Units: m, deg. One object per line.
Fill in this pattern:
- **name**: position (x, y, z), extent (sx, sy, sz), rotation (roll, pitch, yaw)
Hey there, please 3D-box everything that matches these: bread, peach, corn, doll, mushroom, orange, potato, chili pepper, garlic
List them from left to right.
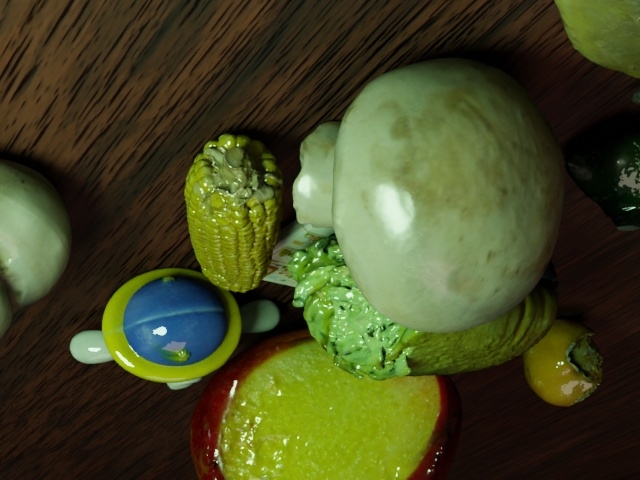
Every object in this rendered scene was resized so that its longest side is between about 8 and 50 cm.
- **garlic**: position (-0.424, -0.019, 1.173), extent (0.246, 0.231, 0.340), rotation (26, 165, 47)
- **doll**: position (-0.178, 0.138, 1.538), extent (0.311, 0.159, 0.242), rotation (-8, 152, -26)
- **corn**: position (-0.102, -0.023, 1.289), extent (0.119, 0.119, 0.322), rotation (-6, 153, -7)
- **peach**: position (0.006, 0.301, 1.640), extent (0.406, 0.335, 0.310), rotation (-15, 167, -13)
- **mushroom**: position (0.111, -0.048, 1.172), extent (0.297, 0.297, 0.290), rotation (16, 170, -41)
- **bread**: position (0.161, 0.079, 1.458), extent (0.251, 0.208, 0.376), rotation (-25, 162, 34)
- **orange**: position (0.430, 0.212, 1.882), extent (0.156, 0.156, 0.134), rotation (-2, 166, -15)
- **potato**: position (0.314, -0.238, 0.985), extent (0.192, 0.141, 0.296), rotation (-17, 155, 20)
- **chili pepper**: position (0.445, -0.078, 1.354), extent (0.264, 0.116, 0.148), rotation (-1, 174, -10)

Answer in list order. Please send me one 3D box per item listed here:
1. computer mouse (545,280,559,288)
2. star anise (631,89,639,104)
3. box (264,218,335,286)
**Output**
- **computer mouse**: position (0.258, 0.098, 1.693), extent (0.242, 0.077, 0.146), rotation (-17, 154, 14)
- **star anise**: position (0.463, -0.181, 1.193), extent (0.209, 0.089, 0.231), rotation (-1, 152, 0)
- **box**: position (0.000, -0.001, 1.457), extent (0.122, 0.032, 0.220), rotation (15, 144, -43)
